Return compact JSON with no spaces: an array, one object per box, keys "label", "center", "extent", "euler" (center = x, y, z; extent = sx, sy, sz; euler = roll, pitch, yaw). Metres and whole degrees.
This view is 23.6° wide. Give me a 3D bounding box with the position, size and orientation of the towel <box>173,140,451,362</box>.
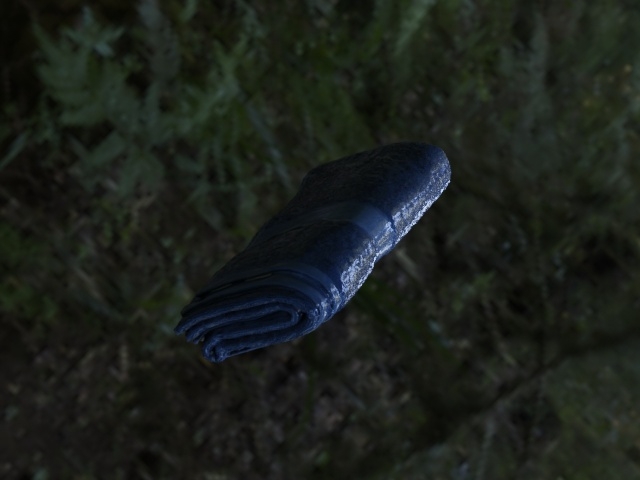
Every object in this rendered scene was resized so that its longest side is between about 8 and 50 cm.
[{"label":"towel","center":[0.000,0.000,0.574],"extent":[0.067,0.029,0.119],"euler":[-18,-163,38]}]
